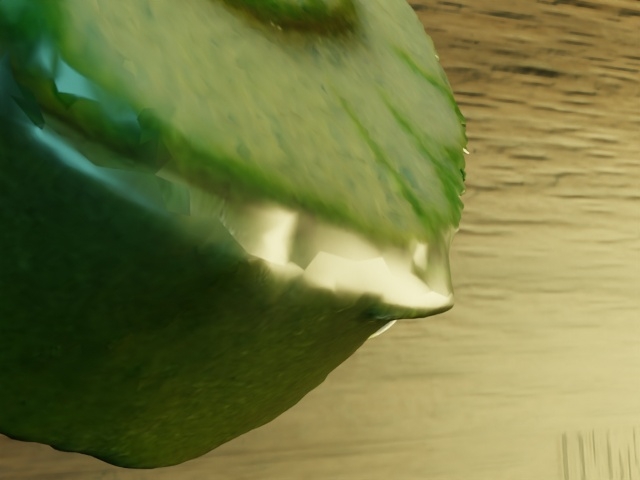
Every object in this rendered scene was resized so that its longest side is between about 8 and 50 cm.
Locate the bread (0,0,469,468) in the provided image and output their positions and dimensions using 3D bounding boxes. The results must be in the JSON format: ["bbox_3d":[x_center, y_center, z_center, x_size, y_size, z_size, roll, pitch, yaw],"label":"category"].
[{"bbox_3d":[-0.105,-0.109,0.558,0.366,0.129,0.382,5,53,-61],"label":"bread"}]

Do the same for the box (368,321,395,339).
[{"bbox_3d":[0.000,0.000,0.755,0.105,0.037,0.105,7,79,-38],"label":"box"}]
